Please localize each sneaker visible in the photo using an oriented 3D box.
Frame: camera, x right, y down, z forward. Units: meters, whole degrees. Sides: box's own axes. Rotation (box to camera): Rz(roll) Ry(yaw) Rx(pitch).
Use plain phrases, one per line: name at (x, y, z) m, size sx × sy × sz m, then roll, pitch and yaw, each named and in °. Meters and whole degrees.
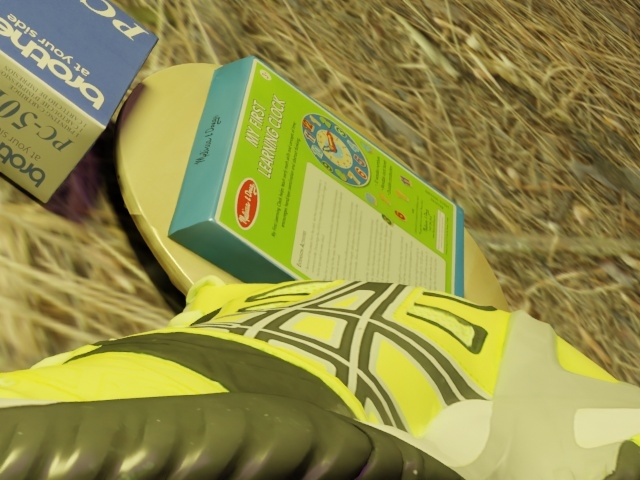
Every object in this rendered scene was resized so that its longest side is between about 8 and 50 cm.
sneaker at (-0.022, 0.082, 0.456) m, size 0.147 × 0.145 × 0.384 m, roll 33°, pitch 14°, yaw 34°

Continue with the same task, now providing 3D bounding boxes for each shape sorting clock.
shape sorting clock at (0.000, 0.000, 0.692) m, size 0.206 × 0.040 × 0.206 m, roll 32°, pitch 31°, yaw -22°

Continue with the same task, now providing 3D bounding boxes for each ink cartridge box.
ink cartridge box at (-0.167, -0.109, 0.620) m, size 0.207 × 0.046 × 0.097 m, roll 37°, pitch 26°, yaw -11°
